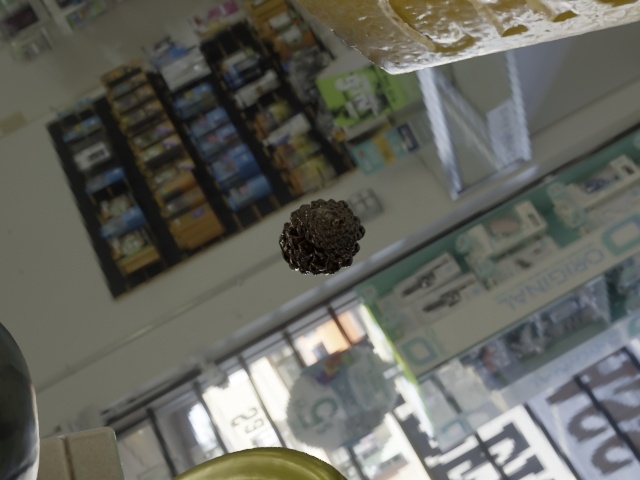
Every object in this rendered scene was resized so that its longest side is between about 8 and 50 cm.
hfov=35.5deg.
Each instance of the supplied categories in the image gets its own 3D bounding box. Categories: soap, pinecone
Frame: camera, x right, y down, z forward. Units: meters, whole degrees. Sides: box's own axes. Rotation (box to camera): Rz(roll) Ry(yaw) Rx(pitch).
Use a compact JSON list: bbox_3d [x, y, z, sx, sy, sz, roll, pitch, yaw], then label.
[{"bbox_3d":[0.127,-0.199,0.664,0.173,0.274,0.089,25,-116,-50],"label":"soap"},{"bbox_3d":[0.000,0.000,0.956,0.077,0.077,0.083,60,151,14],"label":"pinecone"}]

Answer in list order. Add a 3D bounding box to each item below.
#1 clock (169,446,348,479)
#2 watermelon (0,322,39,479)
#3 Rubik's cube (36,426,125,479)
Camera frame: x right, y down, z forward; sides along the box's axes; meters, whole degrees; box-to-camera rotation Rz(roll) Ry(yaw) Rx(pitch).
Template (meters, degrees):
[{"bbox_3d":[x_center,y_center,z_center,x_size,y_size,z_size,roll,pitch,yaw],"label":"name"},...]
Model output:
[{"bbox_3d":[-0.052,0.188,0.363,0.057,0.237,0.237,44,-176,-27],"label":"clock"},{"bbox_3d":[-0.357,0.136,0.608,0.279,0.360,0.278,171,90,-69],"label":"watermelon"},{"bbox_3d":[-0.458,0.489,1.489,0.322,0.319,0.315,-45,56,55],"label":"Rubik's cube"}]
